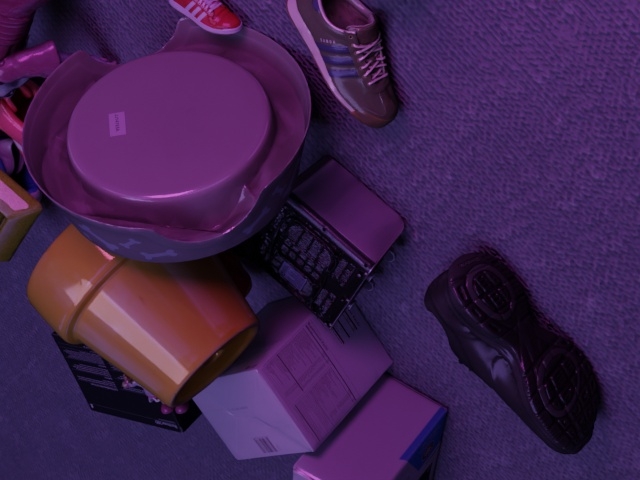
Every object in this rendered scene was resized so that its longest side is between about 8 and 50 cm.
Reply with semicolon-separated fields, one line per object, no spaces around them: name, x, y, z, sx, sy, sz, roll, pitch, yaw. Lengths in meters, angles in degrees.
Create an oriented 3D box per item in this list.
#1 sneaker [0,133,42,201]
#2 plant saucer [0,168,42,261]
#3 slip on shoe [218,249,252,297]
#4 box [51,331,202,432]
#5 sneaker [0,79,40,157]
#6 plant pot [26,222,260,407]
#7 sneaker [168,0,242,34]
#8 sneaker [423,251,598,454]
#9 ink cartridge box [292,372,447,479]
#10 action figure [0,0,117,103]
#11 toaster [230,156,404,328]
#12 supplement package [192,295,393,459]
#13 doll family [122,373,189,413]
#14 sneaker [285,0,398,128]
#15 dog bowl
sneaker;-0.596;-0.171;1.893;0.236;0.130;0.323;-21;102;39
plant saucer;-0.572;-0.058;1.833;0.188;0.045;0.188;41;134;-4
slip on shoe;-0.214;-0.030;1.658;0.123;0.101;0.331;-40;79;37
box;-0.338;0.229;2.000;0.261;0.103;0.184;5;123;40
sneaker;-0.489;-0.235;1.708;0.314;0.116;0.136;37;161;1
plant pot;-0.216;0.080;1.474;0.239;0.254;0.254;45;143;11
sneaker;-0.147;-0.308;1.395;0.118;0.042;0.067;32;143;23
sneaker;0.239;0.145;1.397;0.286;0.109;0.130;56;152;0
ink cartridge box;0.065;0.385;1.655;0.129;0.223;0.307;27;138;22
action figure;-0.430;-0.311;1.497;0.248;0.276;0.370;31;126;11
toaster;0.000;0.000;1.471;0.186;0.110;0.168;40;141;8
supplement package;-0.046;0.193;1.609;0.194;0.203;0.149;-18;110;50
doll family;-0.194;0.195;1.805;0.263;0.118;0.163;-4;140;23
sneaker;0.039;-0.222;1.274;0.192;0.064;0.086;55;147;-5
dog bowl;-0.181;-0.122;1.365;0.349;0.349;0.102;27;149;24
